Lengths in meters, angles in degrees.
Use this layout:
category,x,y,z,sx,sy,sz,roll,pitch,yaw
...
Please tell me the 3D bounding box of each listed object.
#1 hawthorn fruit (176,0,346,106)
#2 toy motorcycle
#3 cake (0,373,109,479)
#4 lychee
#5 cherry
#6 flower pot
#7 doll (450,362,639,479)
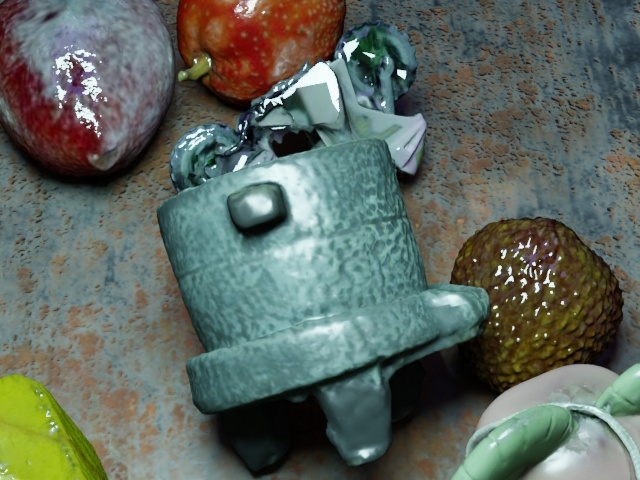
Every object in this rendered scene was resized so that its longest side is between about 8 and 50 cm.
category,x,y,z,sx,sy,sz,roll,pitch,yaw
hawthorn fruit,-0.090,-0.264,1.507,0.253,0.205,0.205,-35,58,-26
toy motorcycle,-0.007,-0.110,1.407,0.327,0.143,0.188,-33,100,-7
cake,-0.275,0.264,1.081,0.179,0.156,0.260,-31,49,-5
lychee,0.220,0.065,1.245,0.194,0.194,0.194,0,49,0
cherry,-0.288,-0.196,1.445,0.230,0.203,0.300,-6,57,-15
flower pot,0.007,0.062,1.151,0.299,0.299,0.283,-15,87,-13
doll,0.233,0.218,1.048,0.284,0.268,0.216,-22,51,-18
